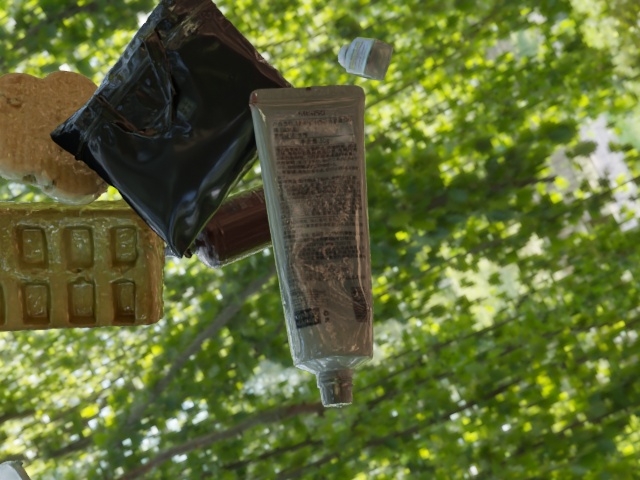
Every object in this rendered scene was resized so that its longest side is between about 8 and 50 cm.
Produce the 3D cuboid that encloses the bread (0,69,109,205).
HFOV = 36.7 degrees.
[{"bbox_3d":[-0.326,-0.136,1.182,0.182,0.039,0.251,22,-145,-9],"label":"bread"}]

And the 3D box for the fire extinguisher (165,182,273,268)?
[{"bbox_3d":[-0.132,-0.034,1.724,0.135,0.337,0.114,17,126,62],"label":"fire extinguisher"}]

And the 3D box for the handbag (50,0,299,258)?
[{"bbox_3d":[-0.159,-0.139,1.089,0.211,0.254,0.089,41,-167,1],"label":"handbag"}]

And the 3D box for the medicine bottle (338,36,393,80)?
[{"bbox_3d":[0.085,-0.357,1.893,0.055,0.074,0.118,12,-171,-31],"label":"medicine bottle"}]

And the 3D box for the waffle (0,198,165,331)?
[{"bbox_3d":[-0.338,0.032,1.240,0.057,0.274,0.168,-118,29,-73],"label":"waffle"}]

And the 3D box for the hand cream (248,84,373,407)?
[{"bbox_3d":[0.000,0.000,0.990,0.078,0.124,0.341,103,162,-73],"label":"hand cream"}]

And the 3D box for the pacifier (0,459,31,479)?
[{"bbox_3d":[-0.504,0.531,1.573,0.269,0.343,0.288,-12,-68,-39],"label":"pacifier"}]
